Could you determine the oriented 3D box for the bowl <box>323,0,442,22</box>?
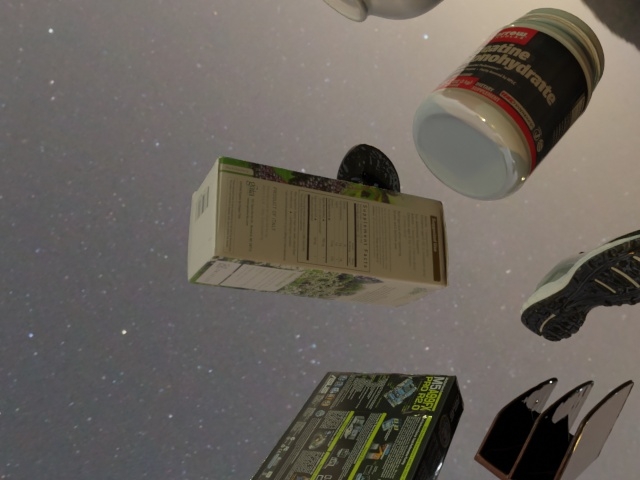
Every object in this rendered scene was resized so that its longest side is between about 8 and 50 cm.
[{"bbox_3d":[0.044,-0.376,0.776,0.298,0.134,0.298,39,-175,-4],"label":"bowl"}]

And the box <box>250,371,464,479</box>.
[{"bbox_3d":[0.053,0.280,0.826,0.270,0.216,0.060,-45,-56,-54],"label":"box"}]

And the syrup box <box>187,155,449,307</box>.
[{"bbox_3d":[0.000,0.000,0.596,0.237,0.093,0.096,8,-111,-24],"label":"syrup box"}]

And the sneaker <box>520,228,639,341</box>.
[{"bbox_3d":[0.396,0.047,0.886,0.100,0.271,0.108,36,-127,-4],"label":"sneaker"}]

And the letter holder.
[{"bbox_3d":[0.473,0.349,1.214,0.152,0.214,0.302,32,-157,35],"label":"letter holder"}]

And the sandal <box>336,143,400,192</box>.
[{"bbox_3d":[0.121,-0.027,1.599,0.107,0.168,0.445,-88,-1,-67],"label":"sandal"}]

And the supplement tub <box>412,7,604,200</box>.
[{"bbox_3d":[0.287,-0.209,0.933,0.272,0.191,0.191,-46,-78,-23],"label":"supplement tub"}]
